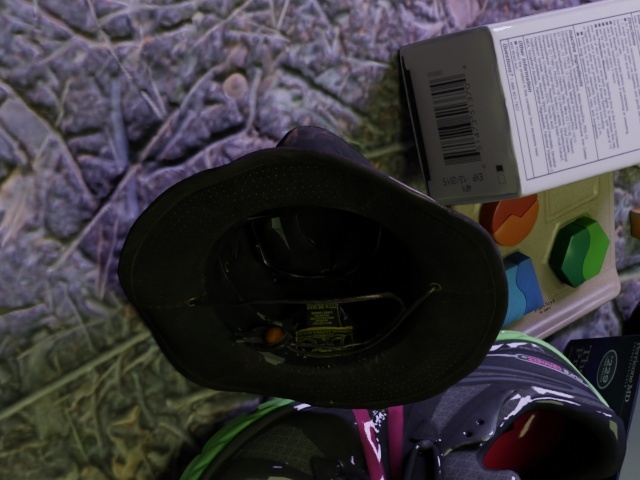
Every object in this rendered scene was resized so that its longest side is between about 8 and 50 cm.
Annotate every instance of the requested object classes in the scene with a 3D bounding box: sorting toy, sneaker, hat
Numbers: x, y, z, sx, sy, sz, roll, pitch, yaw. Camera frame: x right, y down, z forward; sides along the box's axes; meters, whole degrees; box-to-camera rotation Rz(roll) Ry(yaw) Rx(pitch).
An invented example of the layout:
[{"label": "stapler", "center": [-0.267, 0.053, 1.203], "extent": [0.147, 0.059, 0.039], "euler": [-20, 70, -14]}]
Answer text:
[{"label": "sorting toy", "center": [0.247, -0.029, 1.683], "extent": [0.307, 0.041, 0.229], "euler": [-26, 121, -30]}, {"label": "sneaker", "center": [0.063, 0.219, 1.502], "extent": [0.482, 0.202, 0.185], "euler": [-26, 120, -25]}, {"label": "hat", "center": [0.000, 0.000, 1.391], "extent": [0.331, 0.331, 0.134], "euler": [44, 38, -40]}]

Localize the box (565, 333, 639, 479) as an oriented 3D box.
[{"label": "box", "center": [0.288, 0.228, 1.667], "extent": [0.103, 0.184, 0.261], "euler": [17, 80, -16]}]

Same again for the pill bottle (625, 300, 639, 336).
[{"label": "pill bottle", "center": [0.435, 0.086, 1.826], "extent": [0.219, 0.123, 0.123], "euler": [-17, 116, -34]}]

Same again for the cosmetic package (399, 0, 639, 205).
[{"label": "cosmetic package", "center": [0.231, -0.134, 1.554], "extent": [0.296, 0.129, 0.153], "euler": [-14, 95, -35]}]
